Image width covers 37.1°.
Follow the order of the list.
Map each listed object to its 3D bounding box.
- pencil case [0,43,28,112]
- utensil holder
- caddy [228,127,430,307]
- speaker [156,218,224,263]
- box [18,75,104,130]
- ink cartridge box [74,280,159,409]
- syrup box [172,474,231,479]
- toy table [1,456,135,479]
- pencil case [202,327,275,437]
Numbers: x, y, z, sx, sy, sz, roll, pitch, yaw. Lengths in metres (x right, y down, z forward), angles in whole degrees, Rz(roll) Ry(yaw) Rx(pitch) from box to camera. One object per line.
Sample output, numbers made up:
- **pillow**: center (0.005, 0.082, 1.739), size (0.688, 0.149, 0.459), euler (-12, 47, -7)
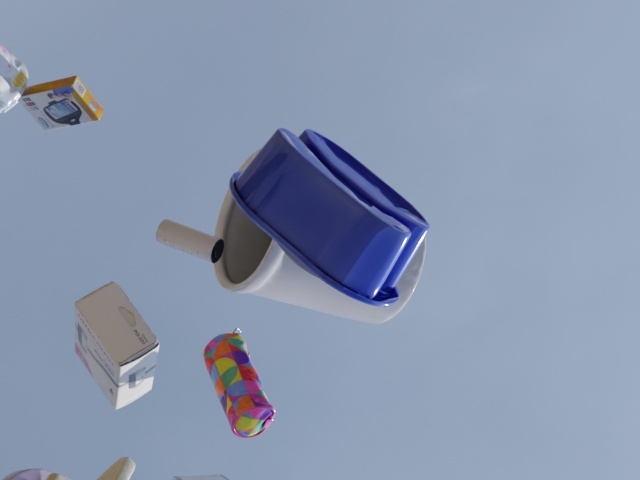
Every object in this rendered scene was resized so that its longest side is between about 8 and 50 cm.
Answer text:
- **pencil case**: center (-0.573, -0.306, 1.468), size (0.124, 0.273, 0.113), euler (36, -98, 34)
- **utensil holder**: center (0.000, 0.000, 2.164), size (0.327, 0.385, 0.328), euler (-37, -135, 48)
- **caddy**: center (0.009, -0.032, 1.548), size (0.341, 0.241, 0.179), euler (41, -72, 14)
- **speaker**: center (-0.268, 0.002, 1.964), size (0.136, 0.055, 0.055), euler (19, -118, 20)
- **box**: center (-0.436, -0.224, 1.575), size (0.136, 0.081, 0.028), euler (-8, -132, 25)
- **ink cartridge box**: center (-0.388, 0.202, 1.803), size (0.092, 0.218, 0.159), euler (-30, -110, -30)
- **syrup box**: center (-0.178, 0.443, 1.545), size (0.237, 0.093, 0.096), euler (166, -75, -71)
- **toy table**: center (-0.440, 0.512, 1.720), size (0.160, 0.274, 0.252), euler (-17, -134, 36)
- **pencil case**: center (-0.166, 0.292, 1.958), size (0.104, 0.104, 0.236), euler (-34, -136, 7)
